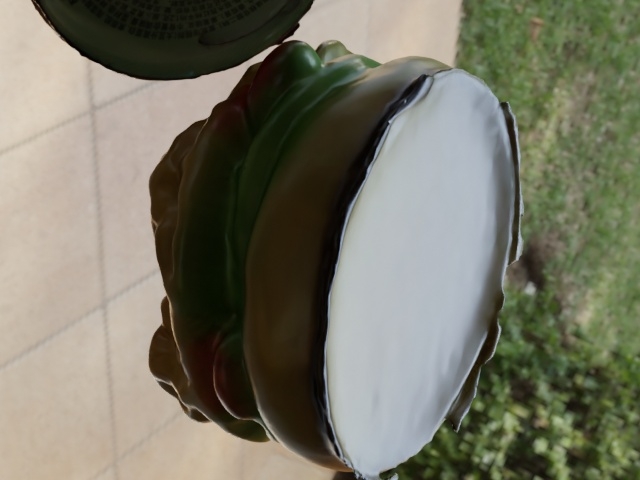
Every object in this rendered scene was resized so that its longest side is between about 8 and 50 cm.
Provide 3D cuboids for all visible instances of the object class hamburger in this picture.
[{"bbox_3d":[0.000,0.000,0.629,0.237,0.148,0.237,-30,127,-49],"label":"hamburger"}]

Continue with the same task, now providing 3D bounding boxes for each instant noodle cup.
[{"bbox_3d":[-0.099,-0.227,0.690,0.243,0.255,0.244,-10,136,-10],"label":"instant noodle cup"}]
